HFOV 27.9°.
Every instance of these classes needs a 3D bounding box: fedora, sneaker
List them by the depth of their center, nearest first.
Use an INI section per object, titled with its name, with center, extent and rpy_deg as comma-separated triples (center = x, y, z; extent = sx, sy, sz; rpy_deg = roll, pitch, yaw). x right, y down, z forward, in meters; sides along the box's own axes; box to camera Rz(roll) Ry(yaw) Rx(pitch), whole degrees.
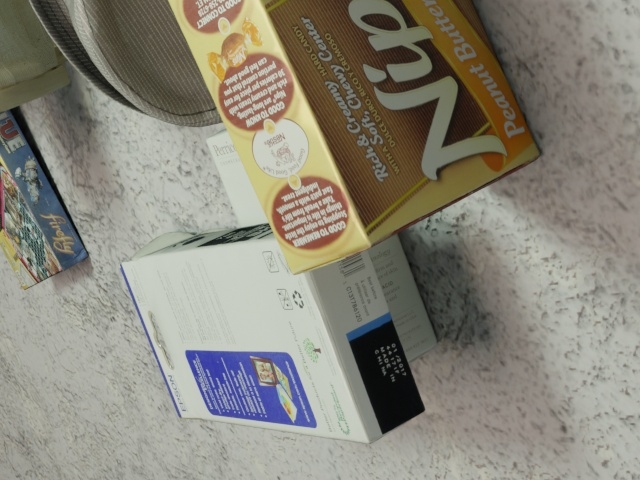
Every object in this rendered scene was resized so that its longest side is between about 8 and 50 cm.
[fedora]
center = -0.107, -0.190, 0.926
extent = 0.124, 0.243, 0.275
rpy_deg = -89, -22, -60
[sneaker]
center = -0.115, 0.044, 1.312
extent = 0.094, 0.080, 0.212
rpy_deg = 60, 159, -18

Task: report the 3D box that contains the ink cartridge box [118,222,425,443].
[ink cartridge box]
center = -0.053, 0.072, 1.064
extent = 0.332, 0.065, 0.165
rpy_deg = -6, 107, 58

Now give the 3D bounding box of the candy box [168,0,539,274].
[candy box]
center = 0.002, -0.159, 0.833
extent = 0.087, 0.183, 0.317
rpy_deg = -20, 95, 49

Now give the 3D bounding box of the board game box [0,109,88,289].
[board game box]
center = -0.402, -0.062, 1.679
extent = 0.165, 0.042, 0.243
rpy_deg = -19, 99, 58

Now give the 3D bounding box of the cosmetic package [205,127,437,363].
[cosmetic package]
center = 0.000, 0.000, 1.071
extent = 0.117, 0.085, 0.231
rpy_deg = -9, 106, 59

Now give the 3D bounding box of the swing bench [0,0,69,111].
[swing bench]
center = -0.328, -0.262, 1.190
extent = 0.255, 0.165, 0.253
rpy_deg = -89, -14, -67
